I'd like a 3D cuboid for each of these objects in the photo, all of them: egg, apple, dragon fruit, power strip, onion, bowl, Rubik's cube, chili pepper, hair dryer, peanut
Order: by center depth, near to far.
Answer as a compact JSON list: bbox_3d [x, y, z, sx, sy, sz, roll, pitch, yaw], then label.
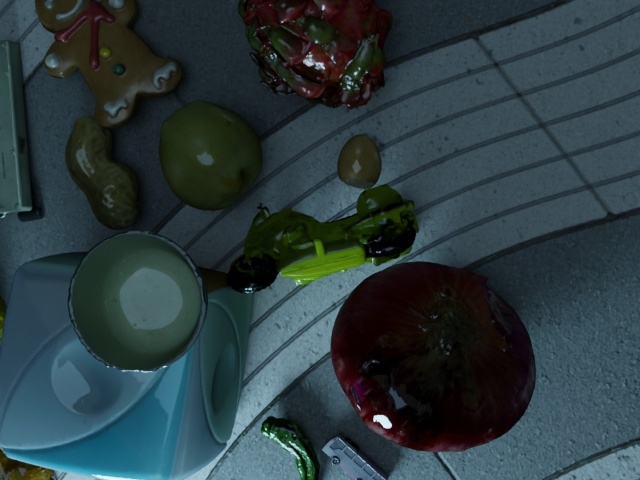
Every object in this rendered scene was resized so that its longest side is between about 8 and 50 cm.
[{"bbox_3d":[-0.261,0.090,1.474,0.212,0.112,0.211,0,89,9],"label":"bowl"},{"bbox_3d":[0.179,0.211,1.653,0.348,0.285,0.347,7,58,-11],"label":"onion"},{"bbox_3d":[-0.007,-0.363,1.661,0.231,0.237,0.302,-17,110,24],"label":"dragon fruit"},{"bbox_3d":[-0.336,0.211,1.722,0.352,0.347,0.351,12,94,11],"label":"Rubik's cube"},{"bbox_3d":[0.070,-0.139,1.737,0.080,0.080,0.096,4,77,14],"label":"egg"},{"bbox_3d":[-0.196,-0.152,1.750,0.200,0.200,0.200,1,95,14],"label":"apple"},{"bbox_3d":[-0.044,0.403,1.823,0.073,0.050,0.182,-28,90,7],"label":"chili pepper"},{"bbox_3d":[-0.416,-0.127,1.852,0.229,0.103,0.098,61,146,3],"label":"peanut"},{"bbox_3d":[-0.632,-0.226,1.914,0.106,0.043,0.367,-5,89,15],"label":"power strip"},{"bbox_3d":[-0.577,-0.081,1.932,0.047,0.026,0.083,-8,89,14],"label":"hair dryer"}]

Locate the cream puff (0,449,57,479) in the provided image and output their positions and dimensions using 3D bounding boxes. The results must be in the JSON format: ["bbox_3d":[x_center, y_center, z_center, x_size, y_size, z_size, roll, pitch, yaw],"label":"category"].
[{"bbox_3d":[-0.649,0.472,1.927,0.241,0.155,0.269,41,101,7],"label":"cream puff"}]

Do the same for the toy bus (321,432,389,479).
[{"bbox_3d":[0.064,0.411,1.801,0.131,0.037,0.052,41,100,7],"label":"toy bus"}]

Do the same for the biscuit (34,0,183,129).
[{"bbox_3d":[-0.425,-0.373,1.836,0.216,0.047,0.339,-35,79,2],"label":"biscuit"}]

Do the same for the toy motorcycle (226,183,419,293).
[{"bbox_3d":[0.001,0.002,1.720,0.343,0.206,0.142,-14,127,1],"label":"toy motorcycle"}]

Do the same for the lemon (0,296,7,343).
[{"bbox_3d":[-0.718,0.196,1.878,0.245,0.245,0.319,7,86,14],"label":"lemon"}]
